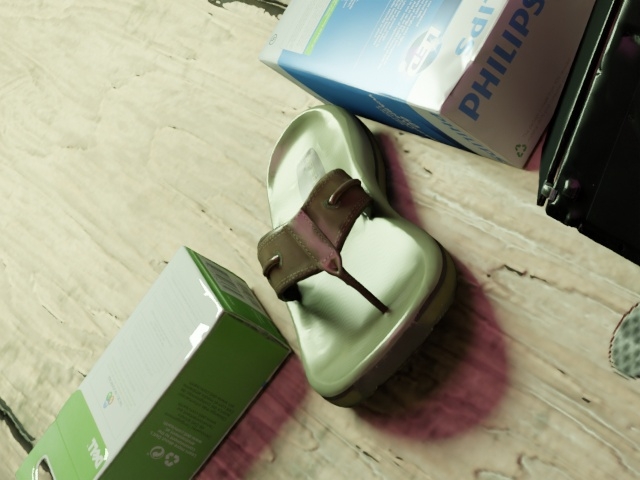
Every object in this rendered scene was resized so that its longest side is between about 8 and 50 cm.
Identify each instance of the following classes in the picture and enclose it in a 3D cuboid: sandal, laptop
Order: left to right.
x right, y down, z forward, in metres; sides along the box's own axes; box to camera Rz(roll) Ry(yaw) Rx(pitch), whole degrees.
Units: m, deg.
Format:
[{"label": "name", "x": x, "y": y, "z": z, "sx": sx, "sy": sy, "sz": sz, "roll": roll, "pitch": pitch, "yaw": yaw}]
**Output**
[{"label": "sandal", "x": -0.001, "y": 0.000, "z": 1.171, "sx": 0.120, "sy": 0.086, "sz": 0.303, "roll": -49, "pitch": 31, "yaw": 14}, {"label": "laptop", "x": 0.216, "y": -0.106, "z": 0.951, "sx": 0.264, "sy": 0.136, "sz": 0.234, "roll": 32, "pitch": 112, "yaw": 37}]

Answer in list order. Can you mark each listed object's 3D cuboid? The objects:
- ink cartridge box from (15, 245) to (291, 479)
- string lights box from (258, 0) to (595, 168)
[{"label": "ink cartridge box", "x": -0.119, "y": 0.118, "z": 1.257, "sx": 0.209, "sy": 0.062, "sz": 0.109, "roll": -53, "pitch": 30, "yaw": 8}, {"label": "string lights box", "x": 0.070, "y": -0.142, "z": 1.212, "sx": 0.133, "sy": 0.077, "sz": 0.259, "roll": -59, "pitch": 30, "yaw": -3}]
